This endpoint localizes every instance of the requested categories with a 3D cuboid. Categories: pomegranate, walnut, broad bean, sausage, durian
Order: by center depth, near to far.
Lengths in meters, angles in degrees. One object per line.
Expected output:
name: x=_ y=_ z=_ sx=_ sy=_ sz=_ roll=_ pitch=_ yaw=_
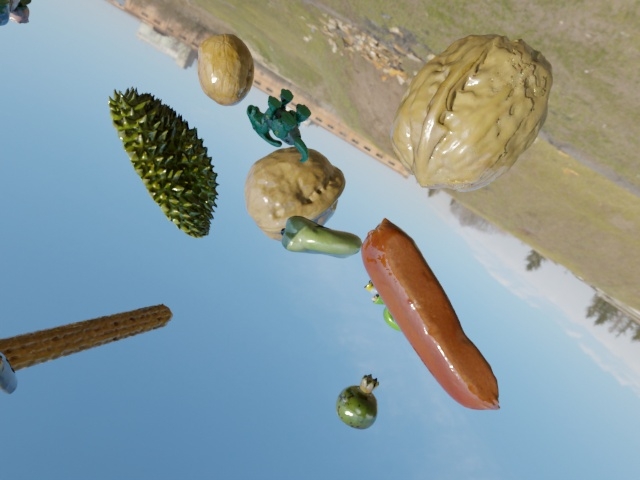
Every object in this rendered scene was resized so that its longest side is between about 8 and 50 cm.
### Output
walnut: x=0.212 y=-0.180 z=0.594 sx=0.198 sy=0.245 sz=0.198 roll=34 pitch=178 yaw=2
sausage: x=0.171 y=0.124 z=0.673 sx=0.348 sy=0.094 sz=0.097 roll=61 pitch=170 yaw=13
durian: x=-0.330 y=-0.157 z=0.856 sx=0.158 sy=0.169 sz=0.351 roll=-33 pitch=-78 yaw=-38
pomegranate: x=0.101 y=0.401 z=1.030 sx=0.115 sy=0.142 sz=0.114 roll=24 pitch=-169 yaw=-5
broad bean: x=0.000 y=0.000 z=1.122 sx=0.228 sy=0.100 sz=0.169 roll=16 pitch=-178 yaw=14
walnut: x=-0.312 y=-0.556 z=1.348 sx=0.196 sy=0.221 sz=0.195 roll=6 pitch=-176 yaw=0
walnut: x=-0.107 y=-0.180 z=1.569 sx=0.384 sy=0.383 sz=0.383 roll=29 pitch=-164 yaw=-9

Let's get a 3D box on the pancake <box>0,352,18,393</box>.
pancake: x=-0.381 y=0.069 z=0.364 sx=0.235 sy=0.212 sz=0.029 roll=50 pitch=-133 yaw=-25

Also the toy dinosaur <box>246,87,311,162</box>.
toy dinosaur: x=-0.063 y=-0.182 z=0.662 sx=0.132 sy=0.096 sz=0.059 roll=49 pitch=-125 yaw=-3

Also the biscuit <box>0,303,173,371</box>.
biscuit: x=-0.432 y=0.174 z=0.744 sx=0.379 sy=0.094 sz=0.054 roll=-2 pitch=-103 yaw=-68

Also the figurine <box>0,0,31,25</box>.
figurine: x=-0.487 y=-0.367 z=0.569 sx=0.178 sy=0.114 sz=0.144 roll=33 pitch=-148 yaw=12

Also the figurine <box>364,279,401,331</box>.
figurine: x=0.287 y=0.241 z=1.562 sx=0.263 sy=0.143 sz=0.162 roll=41 pitch=-136 yaw=4
